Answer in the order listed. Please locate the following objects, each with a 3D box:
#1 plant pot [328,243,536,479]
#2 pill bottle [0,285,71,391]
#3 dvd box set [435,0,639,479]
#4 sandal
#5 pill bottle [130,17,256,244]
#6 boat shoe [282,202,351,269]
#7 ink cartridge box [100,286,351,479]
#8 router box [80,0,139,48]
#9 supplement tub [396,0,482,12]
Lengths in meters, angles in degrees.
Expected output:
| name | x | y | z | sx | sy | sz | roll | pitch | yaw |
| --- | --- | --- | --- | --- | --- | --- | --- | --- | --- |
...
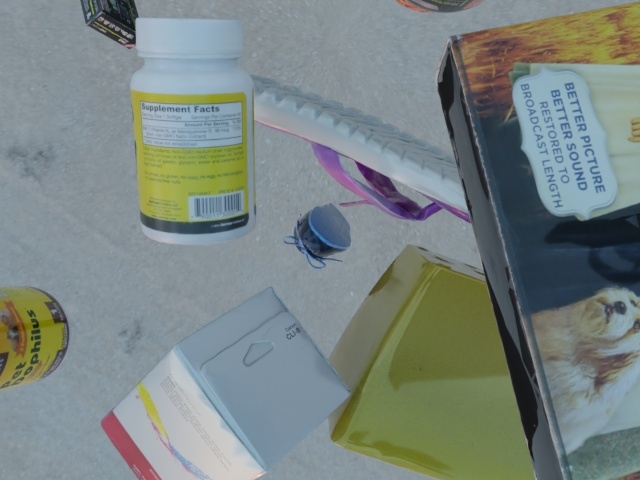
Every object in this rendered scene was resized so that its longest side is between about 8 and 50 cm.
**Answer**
| name | x | y | z | sx | sy | sz | roll | pitch | yaw |
| --- | --- | --- | --- | --- | --- | --- | --- | --- | --- |
| plant pot | 0.137 | 0.120 | 0.701 | 0.212 | 0.212 | 0.187 | 20 | 97 | -5 |
| pill bottle | -0.368 | 0.108 | 0.701 | 0.118 | 0.215 | 0.117 | 0 | 87 | 9 |
| dvd box set | 0.307 | -0.008 | 0.381 | 0.421 | 0.062 | 0.307 | -10 | 77 | -1 |
| sandal | 0.047 | -0.092 | 0.799 | 0.416 | 0.169 | 0.102 | 30 | 113 | 24 |
| pill bottle | -0.124 | -0.109 | 0.653 | 0.119 | 0.119 | 0.208 | 1 | 108 | 1 |
| boat shoe | 0.000 | 0.000 | 1.154 | 0.089 | 0.258 | 0.109 | -39 | 86 | 11 |
| ink cartridge box | -0.089 | 0.152 | 0.609 | 0.127 | 0.128 | 0.176 | 52 | 131 | 7 |
| router box | -0.344 | -0.384 | 1.079 | 0.038 | 0.092 | 0.122 | -29 | 65 | 22 |
| supplement tub | 0.183 | -0.408 | 0.809 | 0.207 | 0.338 | 0.206 | 0 | 93 | -10 |
